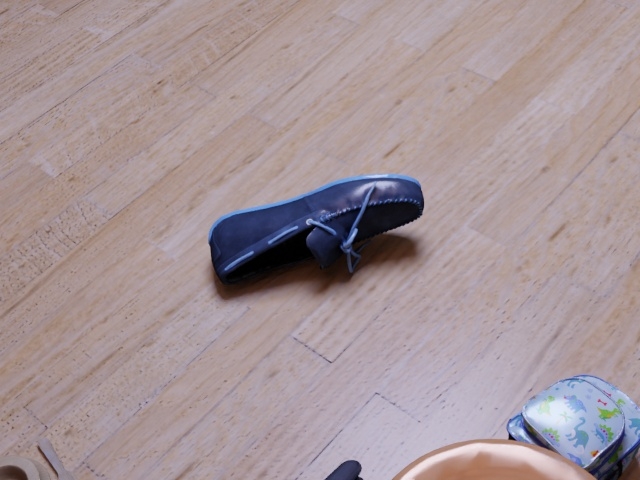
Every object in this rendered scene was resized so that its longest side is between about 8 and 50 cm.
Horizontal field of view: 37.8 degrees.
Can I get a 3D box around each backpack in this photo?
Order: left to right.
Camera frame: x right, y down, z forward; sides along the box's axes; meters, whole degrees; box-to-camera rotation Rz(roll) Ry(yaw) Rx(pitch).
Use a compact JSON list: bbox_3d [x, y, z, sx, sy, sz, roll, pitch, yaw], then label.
[{"bbox_3d":[0.245,0.181,0.882,0.114,0.084,0.105,-31,53,-23],"label":"backpack"}]

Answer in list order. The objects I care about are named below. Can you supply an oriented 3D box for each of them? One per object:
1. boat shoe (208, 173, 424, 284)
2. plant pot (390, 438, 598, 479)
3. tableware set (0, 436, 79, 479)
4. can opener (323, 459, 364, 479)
[{"bbox_3d":[0.000,0.000,1.089,0.258,0.109,0.089,-18,53,14],"label":"boat shoe"},{"bbox_3d":[0.135,0.288,0.720,0.290,0.204,0.291,-4,47,4],"label":"plant pot"},{"bbox_3d":[-0.283,0.277,0.900,0.128,0.039,0.194,-33,52,-21],"label":"tableware set"},{"bbox_3d":[-0.022,0.271,0.855,0.073,0.059,0.186,30,58,31],"label":"can opener"}]
